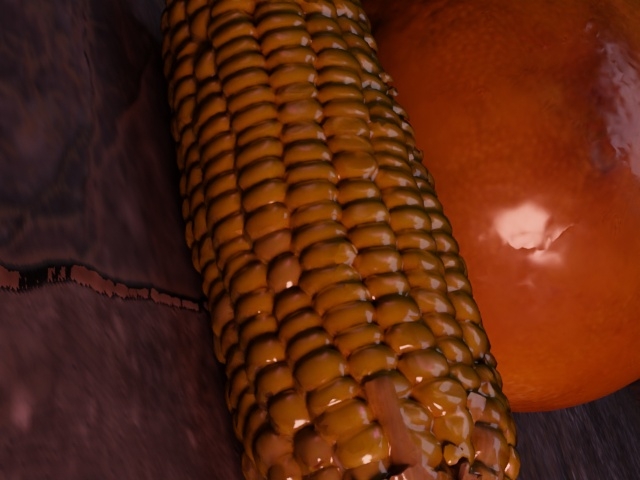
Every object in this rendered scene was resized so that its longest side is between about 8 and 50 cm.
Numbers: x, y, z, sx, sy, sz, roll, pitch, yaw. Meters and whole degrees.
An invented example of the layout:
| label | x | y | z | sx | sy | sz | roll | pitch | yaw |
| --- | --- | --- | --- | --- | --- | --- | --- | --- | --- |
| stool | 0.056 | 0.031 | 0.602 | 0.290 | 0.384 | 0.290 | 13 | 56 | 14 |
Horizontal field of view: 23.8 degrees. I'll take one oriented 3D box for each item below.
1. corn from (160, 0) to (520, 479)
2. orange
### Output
| label | x | y | z | sx | sy | sz | roll | pitch | yaw |
| --- | --- | --- | --- | --- | --- | --- | --- | --- | --- |
| corn | 0.000 | 0.000 | 0.605 | 0.115 | 0.115 | 0.317 | 47 | 23 | -58 |
| orange | 0.101 | -0.036 | 0.812 | 0.261 | 0.261 | 0.261 | 61 | 13 | -24 |
